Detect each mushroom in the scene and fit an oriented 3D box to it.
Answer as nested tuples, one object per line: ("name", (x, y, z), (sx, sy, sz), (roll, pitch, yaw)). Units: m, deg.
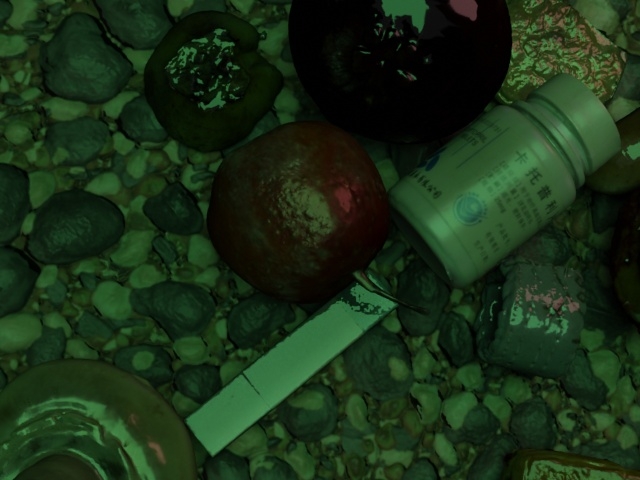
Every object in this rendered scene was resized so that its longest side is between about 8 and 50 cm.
("mushroom", (-0.290, 0.299, 1.248), (0.314, 0.336, 0.314), (0, 90, -6))

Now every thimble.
("thimble", (0.280, 0.102, 1.435), (0.118, 0.127, 0.151), (14, 67, -5))

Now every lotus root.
("lotus root", (-0.149, -0.232, 1.476), (0.183, 0.078, 0.204), (31, 78, -1))

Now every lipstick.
("lipstick", (-0.039, 0.163, 1.426), (0.317, 0.066, 0.068), (-38, 86, -10))

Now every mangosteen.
("mangosteen", (0.103, -0.273, 1.419), (0.297, 0.293, 0.297), (-2, 108, -6))

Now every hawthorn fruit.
("hawthorn fruit", (-0.027, -0.030, 1.360), (0.235, 0.263, 0.231), (-18, 125, -4))

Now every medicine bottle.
("medicine bottle", (0.243, -0.082, 1.416), (0.293, 0.170, 0.170), (-37, 86, -5))

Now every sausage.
("sausage", (0.580, -0.209, 1.513), (0.501, 0.123, 0.136), (-35, 57, -8))

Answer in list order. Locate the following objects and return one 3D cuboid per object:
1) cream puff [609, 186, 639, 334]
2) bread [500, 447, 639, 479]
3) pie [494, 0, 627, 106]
("cream puff", (0.496, 0.026, 1.451), (0.240, 0.164, 0.240), (2, 84, -23))
("bread", (0.346, 0.392, 1.415), (0.235, 0.099, 0.210), (10, 78, 2))
("pie", (0.324, -0.260, 1.536), (0.218, 0.052, 0.185), (40, 78, -1))
